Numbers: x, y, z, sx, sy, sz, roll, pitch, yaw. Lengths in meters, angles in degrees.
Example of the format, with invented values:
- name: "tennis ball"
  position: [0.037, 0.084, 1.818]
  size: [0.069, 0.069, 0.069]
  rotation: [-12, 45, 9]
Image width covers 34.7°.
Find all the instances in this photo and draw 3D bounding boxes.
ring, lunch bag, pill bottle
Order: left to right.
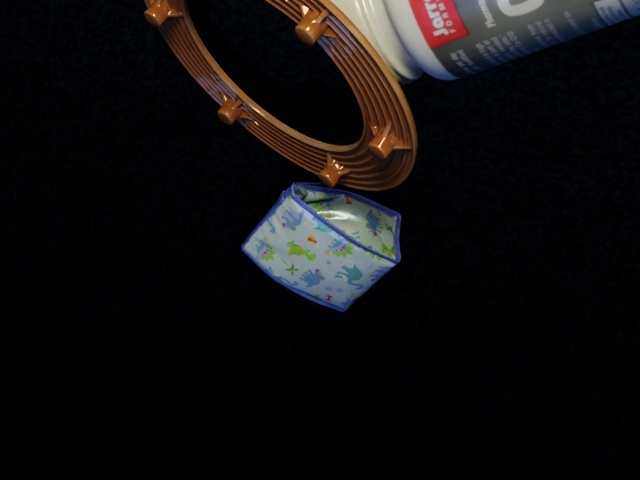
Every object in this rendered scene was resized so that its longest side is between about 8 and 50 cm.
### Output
- name: "ring"
  position: [-0.051, -0.160, 0.983]
  size: [0.337, 0.032, 0.336]
  rotation: [34, 160, 14]
- name: "lunch bag"
  position: [0.000, 0.000, 1.208]
  size: [0.151, 0.096, 0.129]
  rotation: [22, 136, -21]
- name: "pill bottle"
  position: [0.149, -0.236, 0.895]
  size: [0.283, 0.161, 0.161]
  rotation: [-17, 127, 27]
